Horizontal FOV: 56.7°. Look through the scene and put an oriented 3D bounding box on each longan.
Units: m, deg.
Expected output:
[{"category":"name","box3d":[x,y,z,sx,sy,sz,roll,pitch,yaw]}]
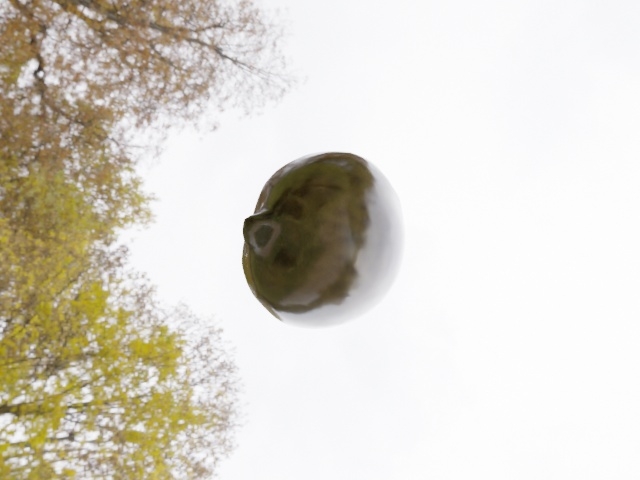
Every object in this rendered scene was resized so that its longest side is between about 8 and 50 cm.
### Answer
[{"category":"longan","box3d":[0.000,0.000,0.344,0.092,0.113,0.113,45,-71,36]}]
